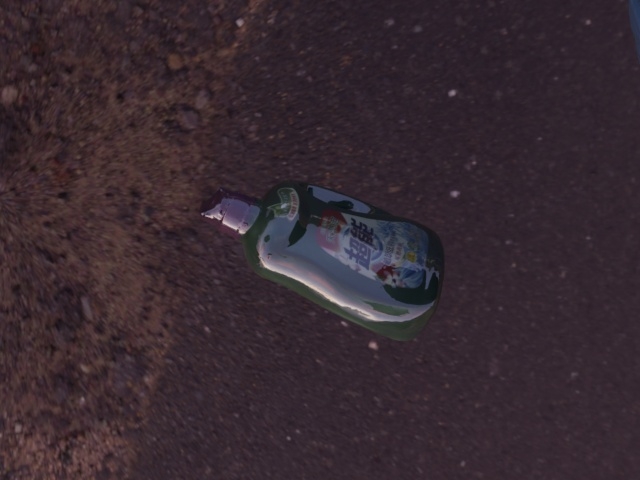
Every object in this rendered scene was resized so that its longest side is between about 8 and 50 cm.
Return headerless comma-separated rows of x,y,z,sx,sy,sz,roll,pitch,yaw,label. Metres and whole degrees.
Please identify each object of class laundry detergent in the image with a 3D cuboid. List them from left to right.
0.000,0.000,0.817,0.222,0.144,0.078,23,129,-8,laundry detergent

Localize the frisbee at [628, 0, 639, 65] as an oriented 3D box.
0.299,-0.083,0.708,0.289,0.049,0.289,35,41,-37,frisbee
